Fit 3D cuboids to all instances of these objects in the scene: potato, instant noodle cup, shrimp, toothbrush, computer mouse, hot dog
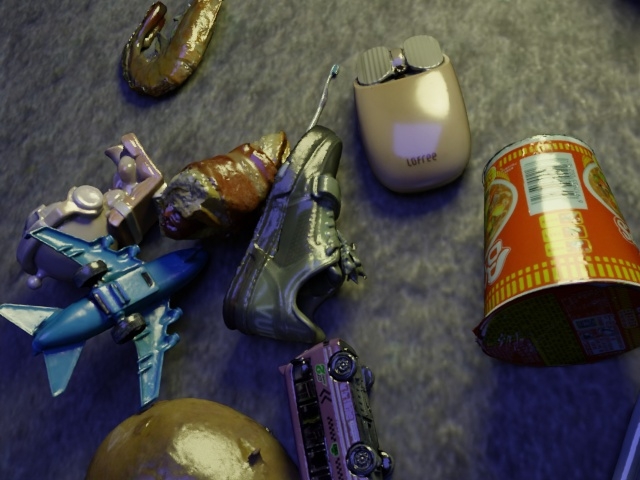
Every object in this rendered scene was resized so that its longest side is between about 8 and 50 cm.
[{"bbox_3d":[-0.154,0.289,0.748,0.299,0.116,0.239,27,70,24],"label":"potato"},{"bbox_3d":[0.252,0.005,0.736,0.193,0.193,0.212,-8,55,13],"label":"instant noodle cup"},{"bbox_3d":[-0.247,-0.346,1.116,0.173,0.058,0.253,4,68,28],"label":"shrimp"},{"bbox_3d":[0.002,-0.207,0.995,0.013,0.011,0.131,4,65,41],"label":"toothbrush"},{"bbox_3d":[0.120,-0.174,0.905,0.145,0.082,0.236,-11,63,12],"label":"computer mouse"},{"bbox_3d":[0.277,0.293,0.665,0.030,0.025,0.342,22,73,27],"label":"toothbrush"},{"bbox_3d":[-0.116,-0.061,0.885,0.213,0.146,0.103,-29,85,-29],"label":"hot dog"}]

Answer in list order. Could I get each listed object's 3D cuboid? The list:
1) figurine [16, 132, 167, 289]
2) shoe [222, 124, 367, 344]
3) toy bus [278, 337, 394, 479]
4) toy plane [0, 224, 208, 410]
[{"bbox_3d":[-0.317,-0.032,0.921,0.141,0.162,0.237,44,72,10],"label":"figurine"},{"bbox_3d":[0.000,-0.001,0.847,0.149,0.109,0.292,19,74,19],"label":"shoe"},{"bbox_3d":[0.015,0.206,0.748,0.099,0.087,0.178,-18,63,14],"label":"toy bus"},{"bbox_3d":[-0.242,0.069,0.833,0.271,0.105,0.254,-33,86,-34],"label":"toy plane"}]
